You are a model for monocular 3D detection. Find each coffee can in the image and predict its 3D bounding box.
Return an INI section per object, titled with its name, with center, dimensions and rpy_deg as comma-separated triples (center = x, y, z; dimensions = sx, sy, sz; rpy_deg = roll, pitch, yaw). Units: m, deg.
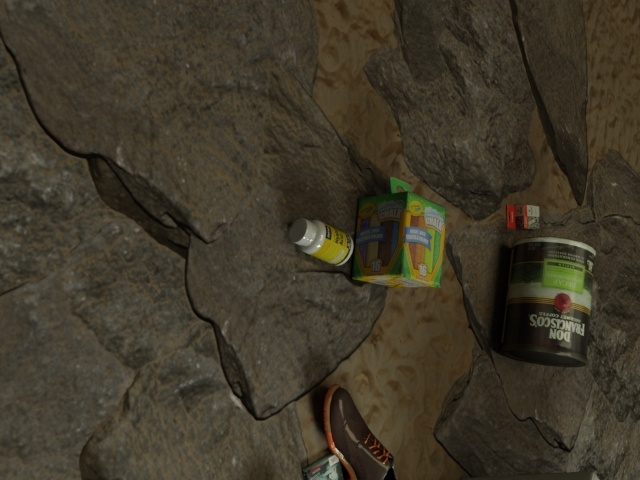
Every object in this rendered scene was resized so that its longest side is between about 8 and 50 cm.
[coffee can]
center = 0.548, 0.151, 1.766
dimensions = 0.201, 0.201, 0.275
rpy_deg = 24, 70, -41

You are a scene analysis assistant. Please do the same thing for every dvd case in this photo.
[dvd case]
center = 0.011, 0.461, 1.347
dimensions = 0.087, 0.013, 0.119
rpy_deg = -18, 100, -44

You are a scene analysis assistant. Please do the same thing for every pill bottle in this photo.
[pill bottle]
center = 0.000, 0.000, 1.339
dimensions = 0.116, 0.065, 0.065
rpy_deg = 24, 70, -40

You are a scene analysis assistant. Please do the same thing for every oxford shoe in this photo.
[oxford shoe]
center = 0.085, 0.382, 1.356
dimensions = 0.097, 0.098, 0.271
rpy_deg = -46, 120, -50

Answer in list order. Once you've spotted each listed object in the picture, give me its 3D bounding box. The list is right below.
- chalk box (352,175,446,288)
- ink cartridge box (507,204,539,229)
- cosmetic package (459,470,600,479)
[chalk box]
center = 0.159, -0.020, 1.449
dimensions = 0.132, 0.132, 0.213
rpy_deg = 16, 76, -43
[ink cartridge box]
center = 0.521, -0.059, 1.875
dimensions = 0.115, 0.029, 0.063
rpy_deg = 3, 85, -44
[cosmetic package]
center = 0.476, 0.734, 1.500
dimensions = 0.393, 0.329, 0.327
rpy_deg = 52, 44, -20
